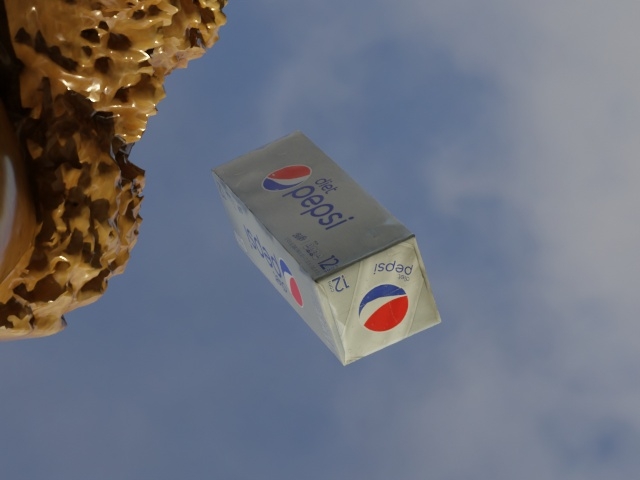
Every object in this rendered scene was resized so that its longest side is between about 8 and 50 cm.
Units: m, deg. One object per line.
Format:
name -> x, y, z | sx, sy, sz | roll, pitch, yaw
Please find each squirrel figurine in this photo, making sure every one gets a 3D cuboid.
squirrel figurine -> -0.237, -0.134, 0.905 | 0.397, 0.281, 0.371 | 2, -98, -44

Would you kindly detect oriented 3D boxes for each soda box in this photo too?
soda box -> 0.000, 0.000, 1.649 | 0.098, 0.286, 0.091 | -25, -62, -12
